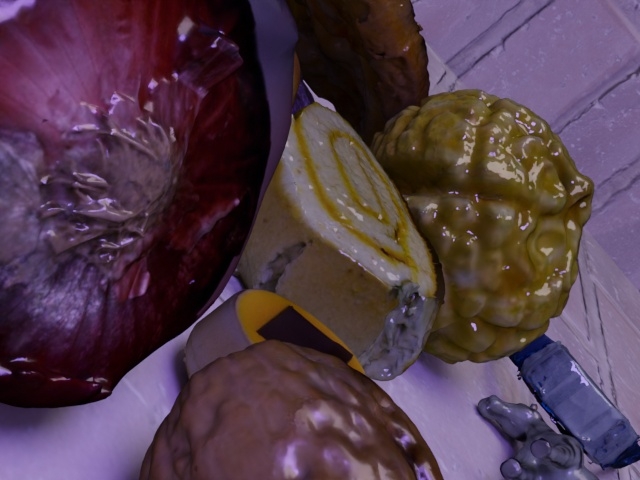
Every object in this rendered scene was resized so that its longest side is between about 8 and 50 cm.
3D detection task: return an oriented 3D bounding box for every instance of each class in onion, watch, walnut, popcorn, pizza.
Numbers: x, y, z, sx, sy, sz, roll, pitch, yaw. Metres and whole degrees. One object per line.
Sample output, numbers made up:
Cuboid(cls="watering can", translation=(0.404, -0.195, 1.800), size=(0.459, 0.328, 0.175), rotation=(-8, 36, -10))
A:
Cuboid(cls="onion", translation=(-0.141, -0.059, 0.554), size=(0.195, 0.272, 0.272), rotation=(18, -1, 32))
Cuboid(cls="watch", translation=(0.318, 0.212, 1.311), size=(0.276, 0.068, 0.274), rotation=(48, 3, -4))
Cuboid(cls="walnut", translation=(-0.010, 0.145, 0.561), size=(0.155, 0.155, 0.184), rotation=(26, 25, -52))
Cuboid(cls="popcorn", translation=(0.142, -0.016, 1.102), size=(0.224, 0.257, 0.270), rotation=(-15, 59, -39))
Cuboid(cls="pizza", translation=(0.010, -0.239, 1.181), size=(0.435, 0.080, 0.392), rotation=(53, -12, -15))

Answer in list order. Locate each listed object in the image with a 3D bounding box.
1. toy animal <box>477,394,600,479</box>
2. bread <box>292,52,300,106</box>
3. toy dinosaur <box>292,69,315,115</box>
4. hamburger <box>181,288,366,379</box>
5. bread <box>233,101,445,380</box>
Cuboid(cls="toy animal", translation=(0.227, 0.233, 1.057), size=(0.170, 0.090, 0.255), rotation=(40, 22, -47))
Cuboid(cls="bread", translation=(-0.084, -0.147, 1.012), size=(0.156, 0.125, 0.086), rotation=(48, 35, -21))
Cuboid(cls="toy dinosaur", translation=(-0.023, -0.117, 1.213), size=(0.251, 0.072, 0.199), rotation=(40, 26, -52))
Cuboid(cls="hamburger", translation=(-0.027, 0.099, 0.718), size=(0.141, 0.081, 0.126), rotation=(34, 18, -10))
Cuboid(cls="bread", translation=(0.000, 0.000, 0.925), size=(0.186, 0.124, 0.257), rotation=(22, 33, -44))
